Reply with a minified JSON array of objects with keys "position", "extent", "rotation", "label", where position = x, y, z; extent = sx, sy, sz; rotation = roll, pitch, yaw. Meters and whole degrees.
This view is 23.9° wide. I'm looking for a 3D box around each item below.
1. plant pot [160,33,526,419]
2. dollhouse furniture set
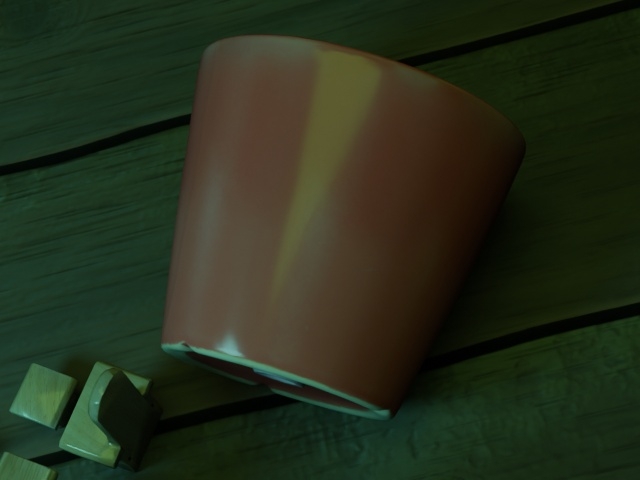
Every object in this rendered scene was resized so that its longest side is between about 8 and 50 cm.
[{"position":[0.000,0.000,1.204],"extent":[0.274,0.275,0.243],"rotation":[14,80,14],"label":"plant pot"},{"position":[-0.356,0.183,1.211],"extent":[0.355,0.174,0.303],"rotation":[18,71,15],"label":"dollhouse furniture set"}]
